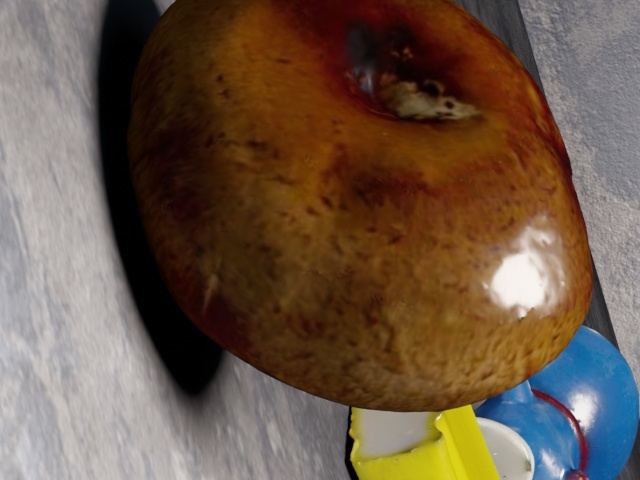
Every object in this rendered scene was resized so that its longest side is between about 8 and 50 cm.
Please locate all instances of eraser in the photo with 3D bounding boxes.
[{"bbox_3d":[0.088,0.186,1.273,0.158,0.069,0.226,-89,158,-60],"label":"eraser"}]

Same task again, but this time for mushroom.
[{"bbox_3d":[0.012,-0.010,0.962,0.267,0.267,0.254,-68,174,-70],"label":"mushroom"}]

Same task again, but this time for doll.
[{"bbox_3d":[0.169,0.169,1.509,0.257,0.161,0.215,-29,117,-60],"label":"doll"}]
